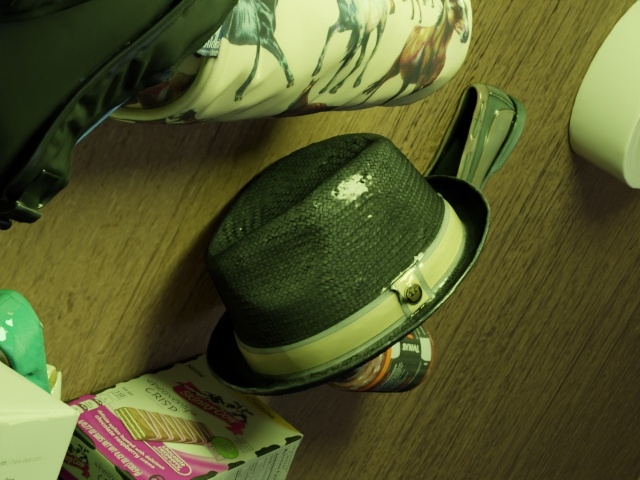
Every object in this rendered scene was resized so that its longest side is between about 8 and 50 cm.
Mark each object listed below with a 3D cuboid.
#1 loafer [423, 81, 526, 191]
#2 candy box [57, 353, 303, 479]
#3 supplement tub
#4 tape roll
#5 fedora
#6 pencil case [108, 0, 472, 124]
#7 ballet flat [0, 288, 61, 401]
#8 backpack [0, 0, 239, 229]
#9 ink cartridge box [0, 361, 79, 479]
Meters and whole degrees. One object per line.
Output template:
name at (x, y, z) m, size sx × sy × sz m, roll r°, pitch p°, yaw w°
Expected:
loafer at (0.146, -0.066, 1.885) m, size 0.084 × 0.096 × 0.268 m, roll 27°, pitch 91°, yaw -43°
candy box at (-0.153, 0.212, 1.626) m, size 0.233 × 0.159 × 0.071 m, roll -16°, pitch 135°, yaw -52°
supplement tub at (0.056, 0.134, 1.927) m, size 0.106 × 0.106 × 0.198 m, roll -60°, pitch 153°, yaw 10°
tape roll at (0.472, -0.217, 2.196) m, size 0.286 × 0.100 × 0.286 m, roll -37°, pitch 148°, yaw -28°
fedora at (0.000, 0.000, 1.594) m, size 0.334 × 0.334 × 0.152 m, roll -42°, pitch 117°, yaw -22°
pencil case at (-0.027, -0.195, 1.364) m, size 0.410 × 0.160 × 0.183 m, roll -10°, pitch 144°, yaw -53°
ballet flat at (-0.272, 0.131, 1.439) m, size 0.087 × 0.083 × 0.247 m, roll -57°, pitch 160°, yaw -34°
backpack at (-0.186, -0.190, 1.067) m, size 0.263 × 0.213 × 0.276 m, roll -32°, pitch 152°, yaw -22°
ink cartridge box at (-0.338, 0.221, 1.246) m, size 0.121 × 0.211 × 0.289 m, roll 4°, pitch 110°, yaw -58°
